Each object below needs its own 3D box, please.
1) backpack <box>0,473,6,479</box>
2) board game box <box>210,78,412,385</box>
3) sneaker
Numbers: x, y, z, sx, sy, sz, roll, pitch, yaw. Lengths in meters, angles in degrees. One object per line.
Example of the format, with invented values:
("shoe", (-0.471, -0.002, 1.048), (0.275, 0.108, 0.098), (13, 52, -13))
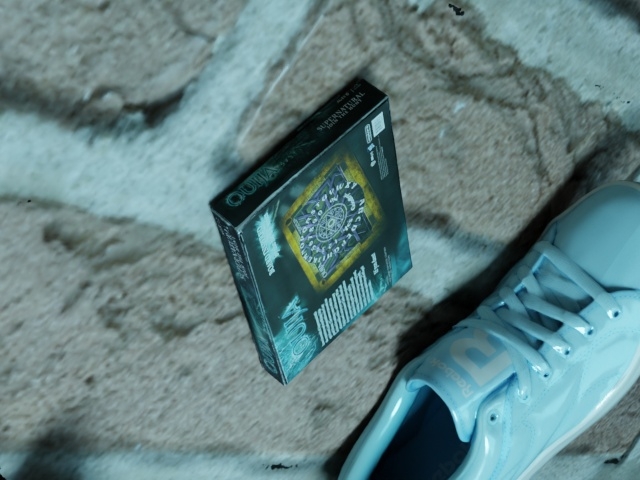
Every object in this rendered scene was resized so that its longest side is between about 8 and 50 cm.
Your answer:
("backpack", (-0.184, 0.187, 0.791), (0.105, 0.114, 0.084), (-23, 140, -43))
("board game box", (0.000, 0.000, 0.943), (0.126, 0.026, 0.186), (-41, 150, -19))
("sneaker", (0.146, 0.103, 1.159), (0.366, 0.135, 0.150), (-55, 154, 3))
